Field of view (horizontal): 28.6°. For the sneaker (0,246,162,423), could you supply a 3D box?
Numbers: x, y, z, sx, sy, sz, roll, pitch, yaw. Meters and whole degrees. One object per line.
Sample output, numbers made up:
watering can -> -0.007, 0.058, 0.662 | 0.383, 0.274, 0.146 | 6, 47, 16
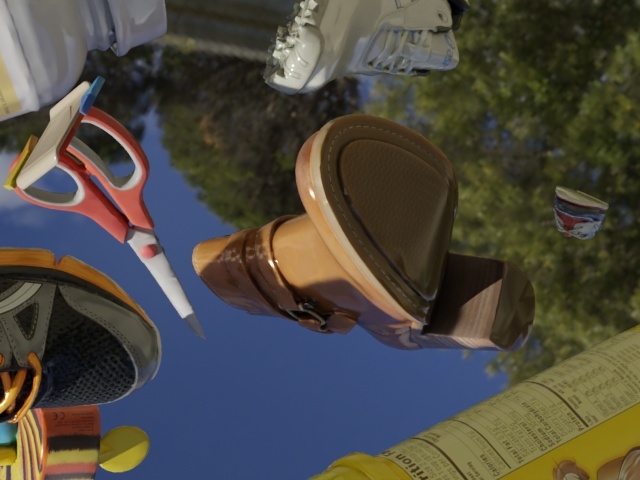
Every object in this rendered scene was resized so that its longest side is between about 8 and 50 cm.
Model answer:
sneaker -> -0.171, 0.052, 0.530 | 0.215, 0.084, 0.083 | 6, -141, -24

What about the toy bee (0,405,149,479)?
toy bee -> -0.264, 0.204, 1.220 | 0.195, 0.162, 0.298 | 2, -174, -3

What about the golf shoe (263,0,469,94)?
golf shoe -> 0.032, -0.109, 0.612 | 0.086, 0.069, 0.176 | 33, -144, -2

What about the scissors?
scissors -> -0.152, -0.007, 1.113 | 0.297, 0.109, 0.021 | 46, -164, -39

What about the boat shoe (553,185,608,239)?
boat shoe -> 0.237, -0.023, 1.157 | 0.049, 0.043, 0.137 | 28, -172, 16

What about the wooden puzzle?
wooden puzzle -> -0.194, -0.076, 0.924 | 0.014, 0.116, 0.078 | 32, -117, -24

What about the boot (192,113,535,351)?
boot -> 0.000, 0.000, 0.867 | 0.283, 0.220, 0.109 | 31, -112, -53

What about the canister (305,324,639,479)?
canister -> 0.072, 0.109, 0.488 | 0.170, 0.126, 0.073 | -21, -126, -29

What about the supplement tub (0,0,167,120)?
supplement tub -> -0.277, -0.164, 0.719 | 0.331, 0.241, 0.241 | -20, -126, -10
